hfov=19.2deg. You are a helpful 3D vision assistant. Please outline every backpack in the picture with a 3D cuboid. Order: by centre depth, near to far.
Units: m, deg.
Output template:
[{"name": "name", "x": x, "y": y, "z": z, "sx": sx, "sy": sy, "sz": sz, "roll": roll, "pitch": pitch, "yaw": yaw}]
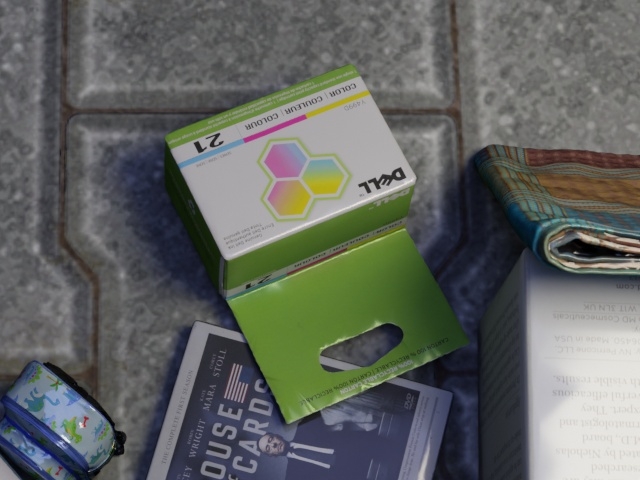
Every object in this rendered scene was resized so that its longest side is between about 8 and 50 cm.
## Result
[{"name": "backpack", "x": -0.224, "y": 0.158, "z": 1.581, "sx": 0.105, "sy": 0.114, "sz": 0.084, "roll": 37, "pitch": 73, "yaw": 7}]

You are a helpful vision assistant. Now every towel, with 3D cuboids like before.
[{"name": "towel", "x": 0.280, "y": -0.030, "z": 1.568, "sx": 0.271, "sy": 0.370, "sz": 0.040, "roll": 3, "pitch": 104, "yaw": -4}]

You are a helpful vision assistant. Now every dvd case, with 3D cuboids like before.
[{"name": "dvd case", "x": -0.020, "y": 0.184, "z": 1.633, "sx": 0.238, "sy": 0.029, "sz": 0.179, "roll": 16, "pitch": 71, "yaw": 0}]

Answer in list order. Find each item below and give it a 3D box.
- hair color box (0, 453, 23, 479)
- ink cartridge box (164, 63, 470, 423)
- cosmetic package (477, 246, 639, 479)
[{"name": "hair color box", "x": -0.373, "y": 0.190, "z": 1.564, "sx": 0.174, "sy": 0.105, "sz": 0.347, "roll": -40, "pitch": 80, "yaw": -15}, {"name": "ink cartridge box", "x": 0.000, "y": 0.000, "z": 1.640, "sx": 0.188, "sy": 0.097, "sz": 0.255, "roll": -23, "pitch": 67, "yaw": -13}, {"name": "cosmetic package", "x": 0.223, "y": 0.254, "z": 1.524, "sx": 0.161, "sy": 0.230, "sz": 0.453, "roll": 3, "pitch": 73, "yaw": -4}]
